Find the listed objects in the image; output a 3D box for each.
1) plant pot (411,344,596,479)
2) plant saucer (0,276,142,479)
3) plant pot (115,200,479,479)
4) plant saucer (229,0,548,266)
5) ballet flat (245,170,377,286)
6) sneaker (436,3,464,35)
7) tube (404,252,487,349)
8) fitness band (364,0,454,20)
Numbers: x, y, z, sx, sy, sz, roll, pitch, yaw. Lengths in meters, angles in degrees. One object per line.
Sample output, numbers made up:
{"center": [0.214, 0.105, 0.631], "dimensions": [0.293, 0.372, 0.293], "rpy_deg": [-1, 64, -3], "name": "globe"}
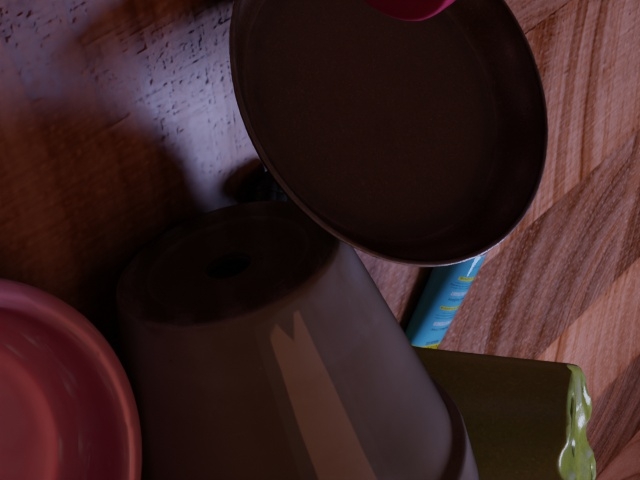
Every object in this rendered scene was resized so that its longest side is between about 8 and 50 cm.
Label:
{"center": [0.164, 0.230, 1.206], "dimensions": [0.276, 0.253, 0.276], "rpy_deg": [-3, 90, -69], "name": "plant pot"}
{"center": [-0.279, 0.182, 0.763], "dimensions": [0.332, 0.084, 0.332], "rpy_deg": [-14, 109, -46], "name": "plant saucer"}
{"center": [-0.044, 0.132, 0.939], "dimensions": [0.323, 0.323, 0.280], "rpy_deg": [-36, 125, -31], "name": "plant pot"}
{"center": [0.056, -0.124, 0.909], "dimensions": [0.310, 0.311, 0.050], "rpy_deg": [-33, -177, -34], "name": "plant saucer"}
{"center": [0.000, 0.000, 1.024], "dimensions": [0.173, 0.057, 0.049], "rpy_deg": [43, 80, -28], "name": "ballet flat"}
{"center": [0.059, -0.126, 1.045], "dimensions": [0.121, 0.099, 0.262], "rpy_deg": [37, 94, -31], "name": "sneaker"}
{"center": [0.141, 0.091, 1.359], "dimensions": [0.080, 0.052, 0.207], "rpy_deg": [-1, 123, -41], "name": "tube"}
{"center": [0.026, -0.279, 0.739], "dimensions": [0.054, 0.209, 0.291], "rpy_deg": [-45, 146, -23], "name": "fitness band"}
